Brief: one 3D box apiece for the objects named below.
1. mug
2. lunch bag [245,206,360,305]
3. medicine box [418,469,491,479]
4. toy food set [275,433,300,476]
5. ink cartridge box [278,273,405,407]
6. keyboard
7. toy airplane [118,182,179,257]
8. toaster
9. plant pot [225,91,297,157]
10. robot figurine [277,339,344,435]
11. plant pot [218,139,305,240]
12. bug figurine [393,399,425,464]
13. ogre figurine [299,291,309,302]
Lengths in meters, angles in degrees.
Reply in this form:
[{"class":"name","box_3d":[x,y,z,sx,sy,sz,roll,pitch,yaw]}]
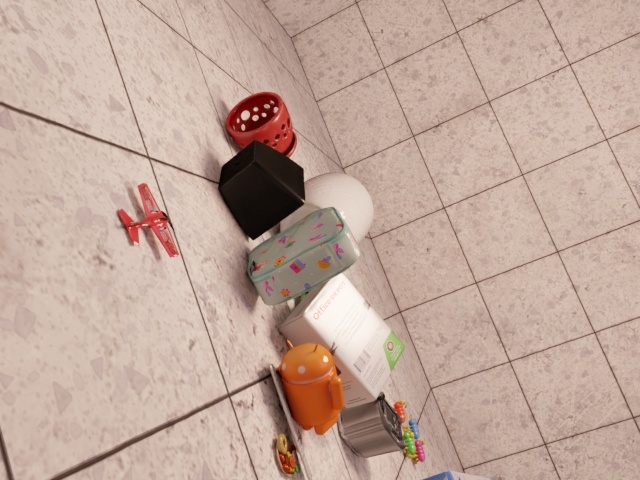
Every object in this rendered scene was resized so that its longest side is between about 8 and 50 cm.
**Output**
[{"class":"mug","box_3d":[-0.030,-0.095,1.767,0.374,0.276,0.328,37,20,5]},{"class":"lunch bag","box_3d":[-0.053,0.032,1.353,0.108,0.279,0.224,61,3,-25]},{"class":"medicine box","box_3d":[0.317,0.751,1.489,0.289,0.263,0.149,31,36,-44]},{"class":"toy food set","box_3d":[-0.069,0.447,1.136,0.082,0.020,0.083,49,22,-53]},{"class":"ink cartridge box","box_3d":[0.061,0.257,1.443,0.289,0.121,0.211,50,45,-6]},{"class":"keyboard","box_3d":[-0.066,0.392,1.192,0.072,0.014,0.256,105,-36,-73]},{"class":"toy airplane","box_3d":[-0.308,-0.029,0.978,0.151,0.028,0.151,59,15,-26]},{"class":"toaster","box_3d":[0.143,0.528,1.561,0.227,0.146,0.129,57,16,-39]},{"class":"plant pot","box_3d":[-0.171,-0.336,1.691,0.174,0.191,0.191,56,16,-48]},{"class":"robot figurine","box_3d":[-0.022,0.329,1.243,0.158,0.128,0.220,-131,-151,-73]},{"class":"plant pot","box_3d":[-0.164,-0.150,1.449,0.167,0.188,0.187,45,23,-31]},{"class":"bug figurine","box_3d":[0.355,0.763,2.167,0.279,0.072,0.216,54,18,-45]},{"class":"ogre figurine","box_3d":[-0.007,0.234,1.584,0.118,0.096,0.197,59,21,-79]}]
